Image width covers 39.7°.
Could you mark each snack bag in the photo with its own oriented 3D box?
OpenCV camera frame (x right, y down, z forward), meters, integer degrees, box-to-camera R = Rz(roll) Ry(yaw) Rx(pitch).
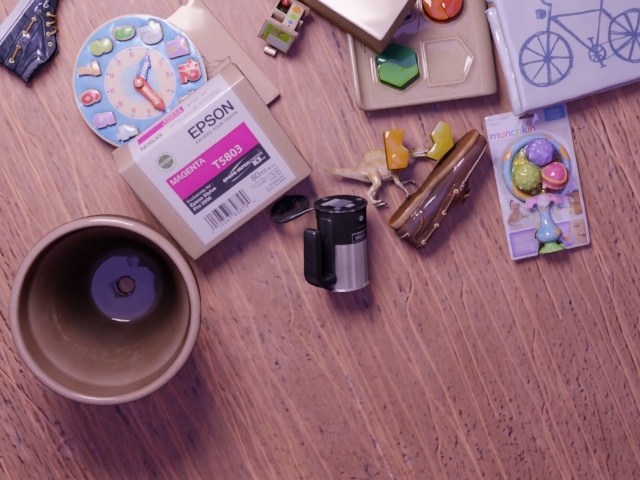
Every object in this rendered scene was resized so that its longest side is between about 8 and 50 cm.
[{"bbox_3d":[0.407,-0.398,1.389,0.322,0.037,0.343,-18,95,-8],"label":"snack bag"}]

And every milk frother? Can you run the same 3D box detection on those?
[{"bbox_3d":[0.000,0.000,1.396,0.129,0.143,0.135,-15,113,-30],"label":"milk frother"}]

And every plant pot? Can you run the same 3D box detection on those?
[{"bbox_3d":[-0.299,0.086,1.308,0.262,0.229,0.263,0,96,-4],"label":"plant pot"}]

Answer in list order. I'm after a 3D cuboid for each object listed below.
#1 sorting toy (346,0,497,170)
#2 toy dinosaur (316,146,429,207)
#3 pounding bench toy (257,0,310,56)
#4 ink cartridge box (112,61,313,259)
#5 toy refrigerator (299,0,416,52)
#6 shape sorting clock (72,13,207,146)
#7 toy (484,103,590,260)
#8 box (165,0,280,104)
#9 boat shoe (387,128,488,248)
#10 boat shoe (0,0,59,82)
[{"bbox_3d":[0.161,-0.272,1.376,0.228,0.041,0.308,-7,89,-4],"label":"sorting toy"},{"bbox_3d":[0.086,-0.101,1.414,0.183,0.053,0.093,-11,82,-10],"label":"toy dinosaur"},{"bbox_3d":[-0.060,-0.330,1.369,0.052,0.083,0.065,28,63,-9],"label":"pounding bench toy"},{"bbox_3d":[-0.161,-0.117,1.337,0.234,0.088,0.193,-37,121,1],"label":"ink cartridge box"},{"bbox_3d":[0.007,-0.400,1.323,0.269,0.094,0.102,33,91,4],"label":"toy refrigerator"},{"bbox_3d":[-0.274,-0.239,1.346,0.206,0.040,0.206,0,97,-3],"label":"shape sorting clock"},{"bbox_3d":[0.356,-0.095,1.423,0.136,0.056,0.237,-12,97,-4],"label":"toy"},{"bbox_3d":[-0.189,-0.254,1.382,0.164,0.021,0.201,-40,97,1],"label":"box"},{"bbox_3d":[0.198,-0.080,1.408,0.073,0.073,0.207,39,100,-9],"label":"boat shoe"},{"bbox_3d":[-0.418,-0.329,1.338,0.083,0.065,0.183,39,98,-10],"label":"boat shoe"}]
